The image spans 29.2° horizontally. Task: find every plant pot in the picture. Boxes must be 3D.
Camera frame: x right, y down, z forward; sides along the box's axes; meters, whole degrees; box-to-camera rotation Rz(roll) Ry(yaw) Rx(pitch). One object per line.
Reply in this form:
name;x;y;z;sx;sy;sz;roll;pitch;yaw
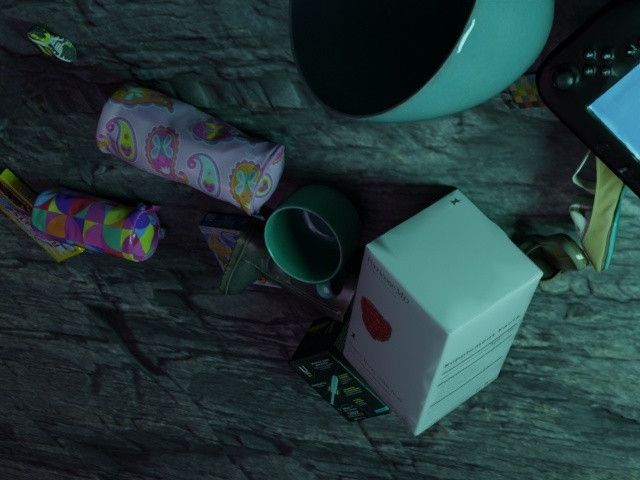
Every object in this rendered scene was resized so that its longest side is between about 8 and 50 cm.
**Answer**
plant pot;0.132;-0.254;1.292;0.195;0.290;0.290;9;164;-40

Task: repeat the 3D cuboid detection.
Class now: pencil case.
pencil case;-0.186;-0.132;1.800;0.284;0.124;0.124;23;146;10
pencil case;-0.383;-0.030;2.112;0.236;0.104;0.104;11;141;26

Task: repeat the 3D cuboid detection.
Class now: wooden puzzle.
wooden puzzle;0.253;-0.182;1.486;0.083;0.006;0.049;-1;135;39

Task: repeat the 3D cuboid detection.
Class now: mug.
mug;-0.007;-0.007;1.816;0.129;0.097;0.158;25;131;13

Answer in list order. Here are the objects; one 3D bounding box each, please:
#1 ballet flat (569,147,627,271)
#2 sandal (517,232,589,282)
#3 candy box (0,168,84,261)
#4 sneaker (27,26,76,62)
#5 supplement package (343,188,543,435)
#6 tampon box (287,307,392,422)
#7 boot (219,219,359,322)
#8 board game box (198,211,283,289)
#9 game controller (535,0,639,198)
ballet flat;0.344;-0.058;1.512;0.073;0.080;0.232;16;135;12
sandal;0.301;0.030;1.650;0.072;0.049;0.180;48;167;-5
candy box;-0.531;-0.044;2.271;0.206;0.027;0.105;46;147;-20
sneaker;-0.402;-0.292;1.849;0.083;0.031;0.035;33;160;5
supplement package;0.162;0.105;1.731;0.177;0.175;0.293;47;153;24
tampon box;0.052;0.211;2.068;0.161;0.101;0.120;45;144;-18
boot;-0.047;0.068;1.937;0.208;0.076;0.190;24;146;-1
board game box;-0.087;0.022;1.994;0.201;0.035;0.136;7;140;31
game controller;0.392;-0.127;1.361;0.319;0.067;0.166;41;126;-15
